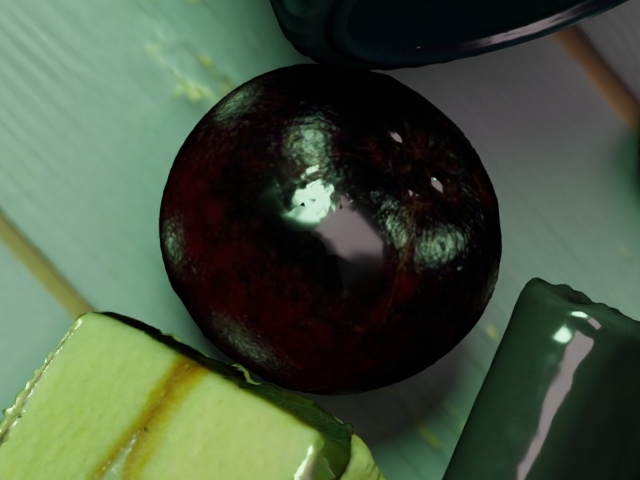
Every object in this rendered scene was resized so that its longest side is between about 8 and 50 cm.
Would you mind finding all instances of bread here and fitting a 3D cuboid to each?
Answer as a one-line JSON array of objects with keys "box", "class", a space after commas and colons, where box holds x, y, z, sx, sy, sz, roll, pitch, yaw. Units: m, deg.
[{"box": [-0.042, 0.180, 0.740, 0.168, 0.163, 0.264, -53, 139, -19], "class": "bread"}]

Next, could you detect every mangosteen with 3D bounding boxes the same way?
[{"box": [0.000, 0.000, 0.718, 0.152, 0.152, 0.152, 2, 85, -22], "class": "mangosteen"}]

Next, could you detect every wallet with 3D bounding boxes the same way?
[{"box": [0.056, 0.226, 0.672, 0.228, 0.062, 0.406, 29, 82, -63], "class": "wallet"}]

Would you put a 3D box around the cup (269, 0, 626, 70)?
[{"box": [0.047, -0.233, 0.683, 0.242, 0.308, 0.292, -19, 78, -5], "class": "cup"}]
